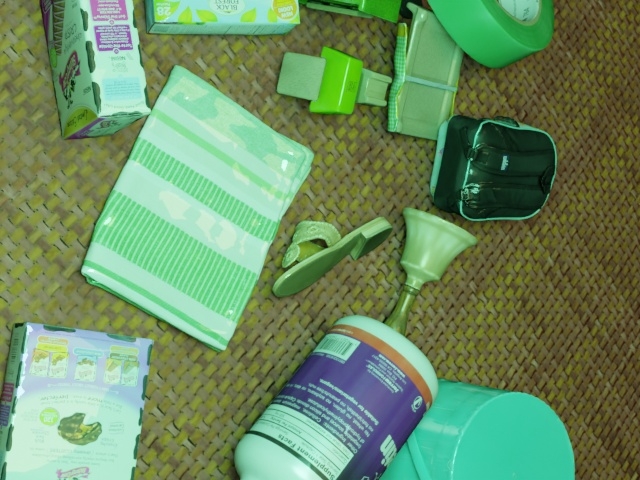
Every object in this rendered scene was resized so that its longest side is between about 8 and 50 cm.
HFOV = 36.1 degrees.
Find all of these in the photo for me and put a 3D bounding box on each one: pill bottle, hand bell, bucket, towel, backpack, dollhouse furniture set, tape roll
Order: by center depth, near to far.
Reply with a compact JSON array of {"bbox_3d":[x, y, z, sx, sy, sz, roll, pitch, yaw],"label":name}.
[{"bbox_3d":[0.008,0.269,1.336,0.181,0.181,0.323,49,64,-18],"label":"pill bottle"},{"bbox_3d":[-0.163,-0.042,1.348,0.248,0.038,0.325,32,70,-24],"label":"towel"},{"bbox_3d":[0.228,0.342,1.462,0.281,0.183,0.281,3,83,-31],"label":"bucket"},{"bbox_3d":[0.135,0.085,1.498,0.126,0.126,0.242,27,85,-27],"label":"hand bell"},{"bbox_3d":[0.081,-0.275,1.506,0.301,0.151,0.197,3,102,-50],"label":"dollhouse furniture set"},{"bbox_3d":[0.274,-0.115,1.553,0.188,0.144,0.166,2,103,-26],"label":"backpack"},{"bbox_3d":[0.257,-0.435,1.556,0.321,0.077,0.321,28,52,-42],"label":"tape roll"}]

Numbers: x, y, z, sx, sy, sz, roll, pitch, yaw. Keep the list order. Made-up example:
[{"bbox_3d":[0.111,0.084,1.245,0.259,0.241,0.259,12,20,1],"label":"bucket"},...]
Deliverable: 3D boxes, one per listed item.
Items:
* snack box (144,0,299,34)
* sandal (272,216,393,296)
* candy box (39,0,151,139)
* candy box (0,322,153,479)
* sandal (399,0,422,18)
[{"bbox_3d":[-0.141,-0.376,1.358,0.207,0.070,0.174,-3,87,-20],"label":"snack box"},{"bbox_3d":[-0.002,0.004,1.435,0.240,0.088,0.079,-25,67,-38],"label":"sandal"},{"bbox_3d":[-0.287,-0.254,1.221,0.071,0.159,0.233,-10,90,-30],"label":"candy box"},{"bbox_3d":[-0.307,0.209,1.214,0.165,0.070,0.196,13,78,-30],"label":"candy box"},{"bbox_3d":[0.122,-0.442,1.561,0.067,0.040,0.179,-34,102,-29],"label":"sandal"}]
